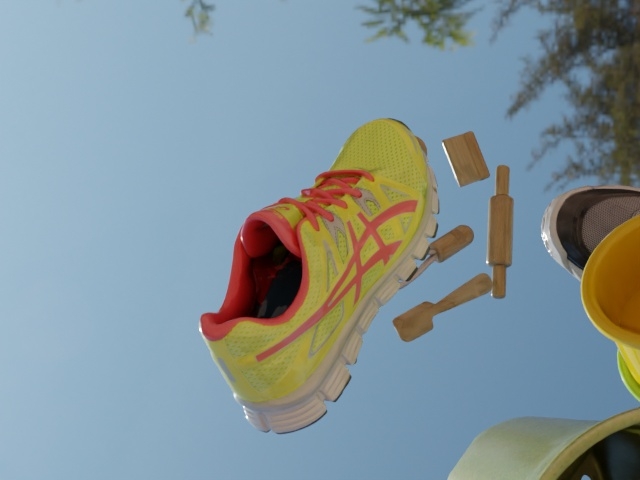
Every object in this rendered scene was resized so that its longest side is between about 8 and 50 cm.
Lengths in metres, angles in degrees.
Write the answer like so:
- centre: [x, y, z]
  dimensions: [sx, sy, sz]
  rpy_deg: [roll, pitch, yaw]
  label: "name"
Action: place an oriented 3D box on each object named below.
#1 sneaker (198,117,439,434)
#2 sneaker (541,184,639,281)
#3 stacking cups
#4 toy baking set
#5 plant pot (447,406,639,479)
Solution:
- centre: [0.000, 0.000, 0.603]
  dimensions: [0.081, 0.094, 0.208]
  rpy_deg: [-2, -129, 40]
  label: "sneaker"
- centre: [0.328, 0.007, 0.878]
  dimensions: [0.268, 0.153, 0.101]
  rpy_deg: [17, -101, -7]
  label: "sneaker"
- centre: [0.250, 0.113, 0.624]
  dimensions: [0.096, 0.316, 0.096]
  rpy_deg: [-22, -140, 20]
  label: "stacking cups"
- centre: [0.139, -0.006, 1.211]
  dimensions: [0.197, 0.030, 0.256]
  rpy_deg: [7, -105, -26]
  label: "toy baking set"
- centre: [0.234, 0.261, 0.926]
  dimensions: [0.276, 0.276, 0.254]
  rpy_deg: [-23, -174, -13]
  label: "plant pot"
